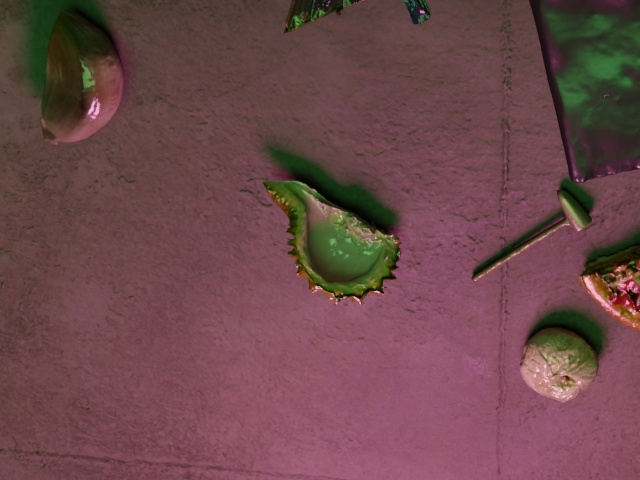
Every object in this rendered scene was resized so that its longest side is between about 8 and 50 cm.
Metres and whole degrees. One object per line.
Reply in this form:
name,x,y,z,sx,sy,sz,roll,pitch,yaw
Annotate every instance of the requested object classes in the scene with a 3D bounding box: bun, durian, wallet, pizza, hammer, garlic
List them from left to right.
garlic,-0.316,-0.205,1.741,0.101,0.087,0.196,25,128,13
durian,0.002,-0.003,1.791,0.224,0.078,0.140,44,78,-2
hammer,0.273,0.000,1.765,0.195,0.028,0.060,-35,103,31
bun,0.335,0.181,1.838,0.115,0.069,0.115,7,123,11
wallet,0.353,-0.209,1.610,0.146,0.030,0.285,-8,118,21
pizza,0.457,0.049,1.734,0.201,0.053,0.193,21,124,0

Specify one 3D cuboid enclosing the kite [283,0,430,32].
kite,0.067,-0.363,1.587,0.321,0.016,0.234,-18,117,23
